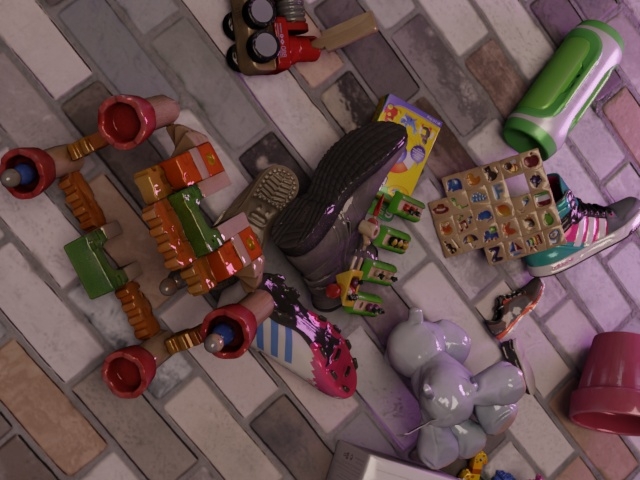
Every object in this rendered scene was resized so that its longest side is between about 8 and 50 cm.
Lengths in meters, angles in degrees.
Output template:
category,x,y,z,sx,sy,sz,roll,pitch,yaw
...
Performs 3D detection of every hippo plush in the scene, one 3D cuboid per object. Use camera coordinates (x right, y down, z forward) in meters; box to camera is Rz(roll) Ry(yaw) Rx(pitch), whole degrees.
category,x,y,z,sx,sy,sz,roll,pitch,yaw
hippo plush,0.208,0.273,1.752,0.294,0.236,0.234,0,125,-34

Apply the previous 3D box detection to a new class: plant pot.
category,x,y,z,sx,sy,sz,roll,pitch,yaw
plant pot,0.618,0.290,1.896,0.201,0.201,0.180,18,68,-17

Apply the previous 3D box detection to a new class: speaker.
category,x,y,z,sx,sy,sz,roll,pitch,yaw
speaker,0.499,-0.308,1.896,0.131,0.131,0.296,40,77,-13

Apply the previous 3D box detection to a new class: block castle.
category,x,y,z,sx,sy,sz,roll,pitch,yaw
block castle,-0.297,0.009,1.515,0.303,0.213,0.453,-22,97,23

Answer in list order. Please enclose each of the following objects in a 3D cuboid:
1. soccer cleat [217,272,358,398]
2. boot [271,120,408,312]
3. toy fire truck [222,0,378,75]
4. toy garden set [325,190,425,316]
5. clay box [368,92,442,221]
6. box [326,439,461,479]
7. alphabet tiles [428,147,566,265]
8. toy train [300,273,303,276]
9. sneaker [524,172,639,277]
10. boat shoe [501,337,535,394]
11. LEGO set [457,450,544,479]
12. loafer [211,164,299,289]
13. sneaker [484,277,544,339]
category,x,y,z,sx,sy,sz,roll,pitch,yaw
soccer cleat,-0.058,0.180,1.721,0.331,0.143,0.116,51,39,-30
boot,0.061,-0.046,1.727,0.338,0.118,0.222,-46,137,-13
toy fire truck,-0.041,-0.425,1.722,0.246,0.158,0.217,-7,90,-30
toy garden set,0.112,0.028,1.711,0.204,0.049,0.244,17,98,-60
clay box,0.137,-0.159,1.811,0.127,0.053,0.222,26,80,-15
box,0.103,0.575,1.721,0.215,0.168,0.345,21,82,-17
alphabet tiles,0.344,-0.053,1.841,0.237,0.009,0.198,-17,95,12
toy train,0.000,0.000,1.772,0.027,0.036,0.158,30,80,-52
sneaker,0.526,-0.066,1.907,0.296,0.124,0.178,-28,107,-16
boat shoe,0.405,0.260,1.897,0.046,0.038,0.125,-42,112,-57
LEGO set,0.337,0.470,1.841,0.227,0.087,0.093,6,102,-18
loafer,-0.137,-0.024,1.702,0.102,0.092,0.268,40,93,-12
sneaker,0.395,0.127,1.887,0.065,0.061,0.158,41,76,-6
